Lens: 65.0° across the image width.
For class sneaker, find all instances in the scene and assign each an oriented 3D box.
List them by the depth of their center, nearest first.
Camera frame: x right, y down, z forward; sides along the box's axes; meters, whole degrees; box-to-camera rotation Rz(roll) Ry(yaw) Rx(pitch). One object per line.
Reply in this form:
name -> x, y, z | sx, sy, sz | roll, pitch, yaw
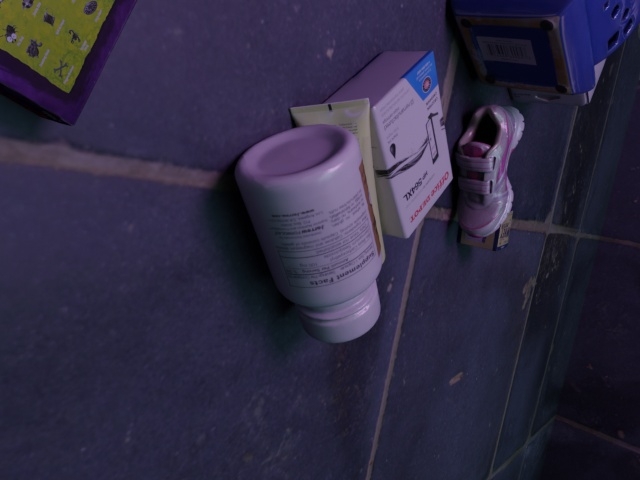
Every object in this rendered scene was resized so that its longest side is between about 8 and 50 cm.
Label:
sneaker -> 0.289, -0.132, 0.912 | 0.111, 0.102, 0.253 | 9, 89, -48

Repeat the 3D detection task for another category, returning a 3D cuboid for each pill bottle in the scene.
pill bottle -> 0.000, 0.000, 0.565 | 0.131, 0.131, 0.230 | -43, 132, -34

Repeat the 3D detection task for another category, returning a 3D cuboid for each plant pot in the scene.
plant pot -> 0.353, -0.377, 0.800 | 0.212, 0.235, 0.236 | -59, 140, -7

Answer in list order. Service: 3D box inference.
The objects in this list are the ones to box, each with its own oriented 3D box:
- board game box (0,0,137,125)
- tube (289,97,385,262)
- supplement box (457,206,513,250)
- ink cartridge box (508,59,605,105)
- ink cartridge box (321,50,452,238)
board game box -> -0.168, -0.274, 0.303 | 0.347, 0.056, 0.208 | -67, 156, -8
tube -> 0.037, -0.064, 0.634 | 0.070, 0.062, 0.240 | -30, 130, -15
supplement box -> 0.325, -0.030, 0.991 | 0.056, 0.083, 0.084 | -13, 113, -48
ink cartridge box -> 0.488, -0.387, 1.013 | 0.093, 0.154, 0.213 | 38, 73, -50
ink cartridge box -> 0.100, -0.128, 0.681 | 0.148, 0.085, 0.203 | -48, 134, -29
